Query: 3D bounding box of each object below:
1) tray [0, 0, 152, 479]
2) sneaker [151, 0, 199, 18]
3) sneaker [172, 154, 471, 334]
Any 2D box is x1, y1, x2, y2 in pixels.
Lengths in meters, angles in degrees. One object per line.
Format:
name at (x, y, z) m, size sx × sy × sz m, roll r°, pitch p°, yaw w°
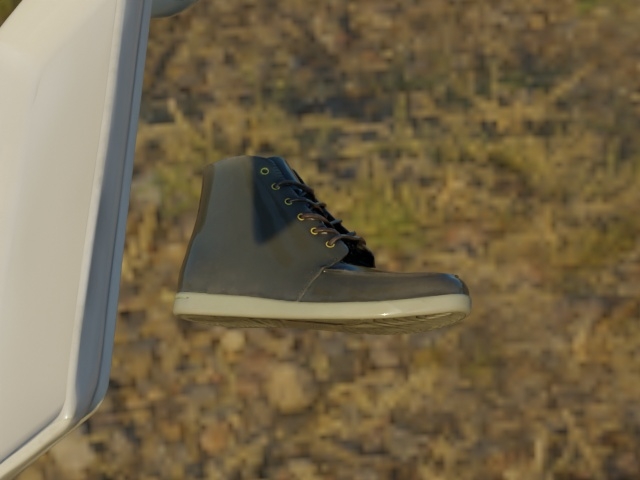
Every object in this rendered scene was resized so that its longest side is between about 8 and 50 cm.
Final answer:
tray at (-0.113, -0.012, 0.812) m, size 0.030 × 0.145 × 0.270 m, roll 24°, pitch 50°, yaw -27°
sneaker at (-0.092, -0.293, 1.039) m, size 0.236 × 0.323 × 0.130 m, roll -18°, pitch 13°, yaw 46°
sneaker at (0.000, 0.000, 1.333) m, size 0.222 × 0.118 × 0.083 m, roll 2°, pitch -9°, yaw 27°
